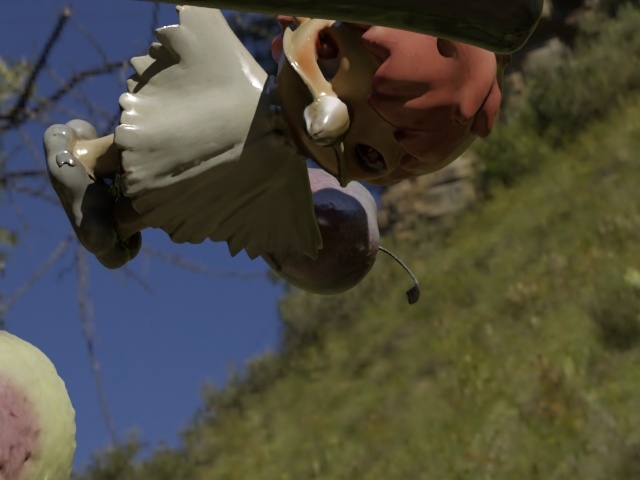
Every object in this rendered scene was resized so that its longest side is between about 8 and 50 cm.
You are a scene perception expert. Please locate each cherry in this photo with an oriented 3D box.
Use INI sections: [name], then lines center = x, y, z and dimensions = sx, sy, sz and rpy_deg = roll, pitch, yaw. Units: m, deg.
[cherry]
center = -0.004, -0.006, 1.501
dimensions = 0.115, 0.188, 0.148
rpy_deg = -31, -74, 7

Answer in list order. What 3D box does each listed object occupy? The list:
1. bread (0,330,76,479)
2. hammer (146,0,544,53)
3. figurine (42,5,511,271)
[bread]
center = -0.261, 0.127, 0.732
dimensions = 0.187, 0.338, 0.155
rpy_deg = 14, -72, 16
[hammer]
center = -0.094, -0.068, 0.344
dimensions = 0.288, 0.111, 0.033
rpy_deg = 3, -26, -13
[figurine]
center = 0.010, -0.094, 1.119
dimensions = 0.387, 0.166, 0.207
rpy_deg = -20, -76, 12
